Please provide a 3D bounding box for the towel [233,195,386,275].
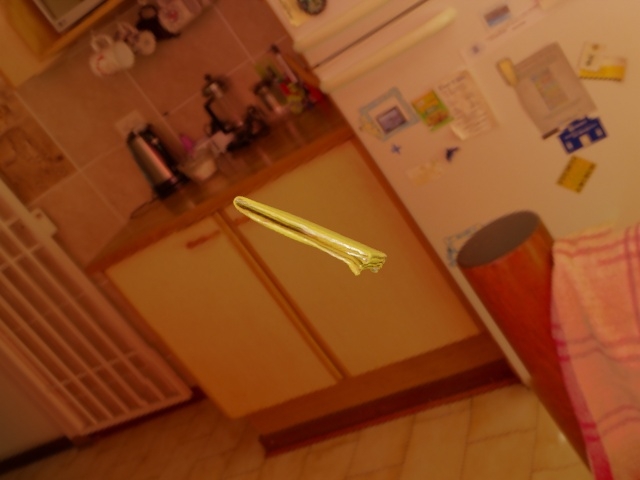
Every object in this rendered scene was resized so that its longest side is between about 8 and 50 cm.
[{"bbox_3d":[0.000,0.000,0.623,0.237,0.102,0.021,13,-81,-83],"label":"towel"}]
